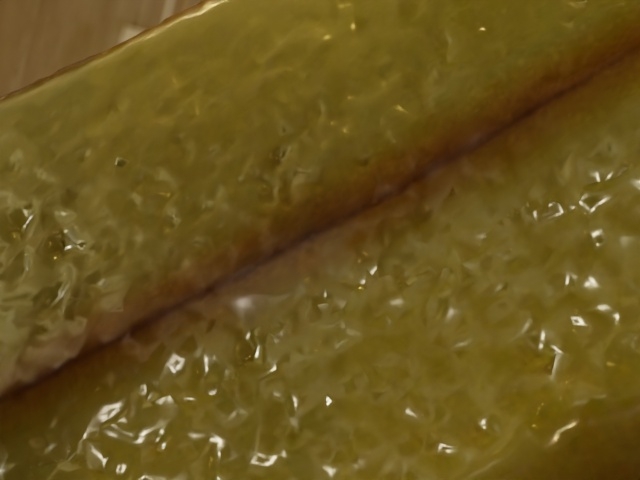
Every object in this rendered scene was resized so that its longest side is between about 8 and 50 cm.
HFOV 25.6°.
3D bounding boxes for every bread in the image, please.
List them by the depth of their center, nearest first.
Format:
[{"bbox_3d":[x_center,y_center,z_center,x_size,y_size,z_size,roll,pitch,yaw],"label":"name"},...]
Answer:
[{"bbox_3d":[0.042,0.030,0.498,0.362,0.233,0.245,-26,-31,16],"label":"bread"}]
